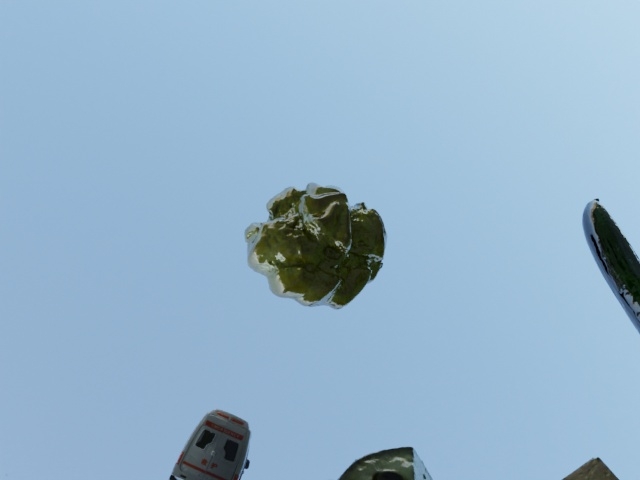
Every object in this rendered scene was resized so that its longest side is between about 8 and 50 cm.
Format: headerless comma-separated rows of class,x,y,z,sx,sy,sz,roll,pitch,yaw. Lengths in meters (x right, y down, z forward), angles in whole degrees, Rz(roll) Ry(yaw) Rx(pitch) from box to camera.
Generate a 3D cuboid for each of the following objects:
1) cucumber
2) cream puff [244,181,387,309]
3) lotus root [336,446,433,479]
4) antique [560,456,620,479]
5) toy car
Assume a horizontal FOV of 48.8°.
cucumber,0.404,0.058,0.914,0.056,0.056,0.284,4,-130,-23
cream puff,0.002,0.003,1.061,0.221,0.194,0.195,9,-111,-32
lotus root,0.109,0.453,1.041,0.210,0.142,0.314,-13,-66,1
antique,0.414,0.403,0.936,0.081,0.221,0.080,-33,-58,-2
toy car,-0.140,0.292,0.954,0.089,0.210,0.108,20,-109,2
